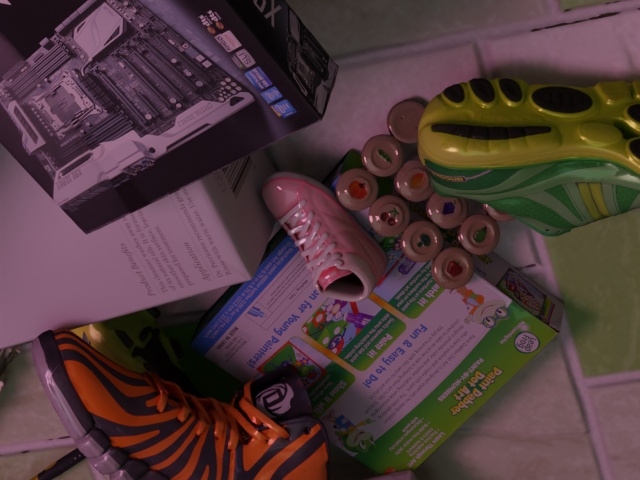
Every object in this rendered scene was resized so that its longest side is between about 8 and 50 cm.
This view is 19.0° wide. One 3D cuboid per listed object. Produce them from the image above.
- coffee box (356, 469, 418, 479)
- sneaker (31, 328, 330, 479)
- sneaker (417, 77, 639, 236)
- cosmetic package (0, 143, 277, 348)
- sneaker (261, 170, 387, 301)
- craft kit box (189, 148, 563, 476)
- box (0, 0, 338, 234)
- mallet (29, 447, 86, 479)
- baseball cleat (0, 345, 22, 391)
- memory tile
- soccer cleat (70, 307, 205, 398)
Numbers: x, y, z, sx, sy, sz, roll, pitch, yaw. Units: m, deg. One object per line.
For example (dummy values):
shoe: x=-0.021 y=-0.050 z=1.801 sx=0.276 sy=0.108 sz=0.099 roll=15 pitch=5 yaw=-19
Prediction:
coffee box: x=0.067 y=0.344 z=1.854 sx=0.141 sy=0.098 sz=0.246 roll=-13 pitch=132 yaw=20
sneaker: x=-0.109 y=0.152 z=1.712 sx=0.180 sy=0.124 sz=0.321 roll=-36 pitch=128 yaw=6
sneaker: x=0.228 y=-0.067 z=1.602 sx=0.296 sy=0.109 sz=0.123 roll=9 pitch=150 yaw=3
cosmetic package: x=-0.252 y=-0.039 z=1.682 sx=0.385 sy=0.156 sz=0.217 roll=-13 pitch=118 yaw=21
sneaker: x=0.000 y=0.000 z=1.637 sx=0.134 sy=0.070 sz=0.051 roll=42 pitch=123 yaw=-13
craft kit box: x=0.049 y=0.077 z=1.748 sx=0.247 sy=0.061 sz=0.250 roll=37 pitch=122 yaw=-9
box: x=-0.174 y=-0.172 z=1.416 sx=0.242 sy=0.076 sz=0.307 roll=-24 pitch=120 yaw=29
mallet: x=-0.287 y=0.240 z=1.941 sx=0.190 sy=0.062 sz=0.039 roll=-36 pitch=111 yaw=13
baseball cleat: x=-0.372 y=0.151 z=1.878 sx=0.109 sy=0.072 sz=0.206 roll=30 pitch=120 yaw=0
memory tile: x=0.096 y=-0.040 z=1.649 sx=0.148 sy=0.012 sz=0.113 roll=39 pitch=87 yaw=-10
soccer cleat: x=-0.167 y=0.156 z=1.820 sx=0.121 sy=0.093 sz=0.289 roll=-29 pitch=113 yaw=25
